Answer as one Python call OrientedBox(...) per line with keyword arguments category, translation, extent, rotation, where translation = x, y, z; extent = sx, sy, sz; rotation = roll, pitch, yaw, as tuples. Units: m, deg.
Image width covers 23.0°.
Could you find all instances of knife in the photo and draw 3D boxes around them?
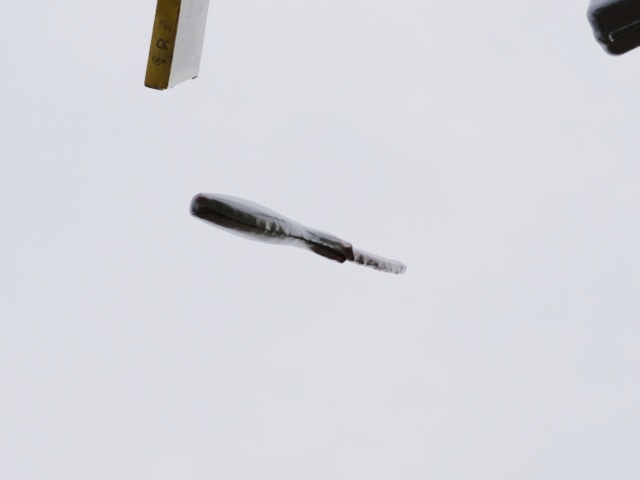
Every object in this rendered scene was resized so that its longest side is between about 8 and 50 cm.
OrientedBox(category="knife", translation=(0.000, 0.000, 0.819), extent=(0.247, 0.035, 0.018), rotation=(15, -86, -63))

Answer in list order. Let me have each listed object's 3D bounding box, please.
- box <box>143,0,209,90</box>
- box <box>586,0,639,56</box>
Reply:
OrientedBox(category="box", translation=(-0.090, -0.178, 1.062), extent=(0.020, 0.073, 0.149), rotation=(14, -75, 10))
OrientedBox(category="box", translation=(0.329, -0.236, 1.272), extent=(0.230, 0.160, 0.050), rotation=(-24, -69, 27))
